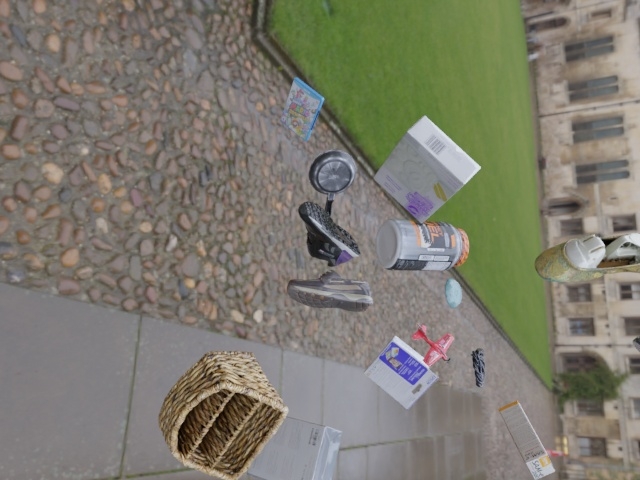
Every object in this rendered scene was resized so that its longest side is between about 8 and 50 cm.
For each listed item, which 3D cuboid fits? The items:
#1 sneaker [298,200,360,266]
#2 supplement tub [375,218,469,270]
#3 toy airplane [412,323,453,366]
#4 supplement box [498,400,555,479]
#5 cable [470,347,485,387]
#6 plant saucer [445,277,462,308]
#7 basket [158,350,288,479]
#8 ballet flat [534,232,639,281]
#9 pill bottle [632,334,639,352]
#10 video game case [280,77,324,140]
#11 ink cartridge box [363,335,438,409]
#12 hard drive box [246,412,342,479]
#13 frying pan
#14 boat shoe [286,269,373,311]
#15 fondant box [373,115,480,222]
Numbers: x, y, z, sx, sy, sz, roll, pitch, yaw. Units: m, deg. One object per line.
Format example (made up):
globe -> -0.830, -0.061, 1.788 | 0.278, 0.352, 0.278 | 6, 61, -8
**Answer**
sneaker -> 0.000, 0.000, 1.633 | 0.283, 0.124, 0.107 | 42, 23, -43
supplement tub -> 0.384, 0.020, 2.077 | 0.316, 0.194, 0.193 | 2, 81, -23
toy airplane -> 0.338, 0.317, 1.680 | 0.151, 0.028, 0.151 | 12, 57, -20
supplement box -> 0.321, 0.311, 0.864 | 0.062, 0.036, 0.098 | 56, 11, -35
cable -> 0.635, 0.517, 2.229 | 0.184, 0.047, 0.150 | -1, 90, -69
plant saucer -> 0.517, 0.202, 2.128 | 0.119, 0.021, 0.119 | 15, 71, -49
basket -> -0.270, 0.465, 1.444 | 0.214, 0.299, 0.223 | 15, 27, -48
ballet flat -> 0.728, 0.032, 1.417 | 0.123, 0.349, 0.123 | 177, -90, -83
pill bottle -> 1.244, 0.329, 1.941 | 0.130, 0.246, 0.130 | 47, 9, -10
video game case -> -0.061, -0.413, 1.749 | 0.015, 0.119, 0.166 | -34, 159, -43
ink cartridge box -> 0.290, 0.476, 1.983 | 0.206, 0.208, 0.045 | -57, 168, 31
hard drive box -> -0.074, 0.594, 1.542 | 0.089, 0.232, 0.181 | 37, 62, -45
frying pan -> 0.021, -0.214, 2.230 | 0.197, 0.326, 0.053 | 19, 24, -22
boat shoe -> 0.037, 0.196, 2.217 | 0.132, 0.356, 0.130 | 123, -25, -54
fondant box -> 0.335, -0.220, 1.802 | 0.096, 0.238, 0.330 | -44, 175, -22
